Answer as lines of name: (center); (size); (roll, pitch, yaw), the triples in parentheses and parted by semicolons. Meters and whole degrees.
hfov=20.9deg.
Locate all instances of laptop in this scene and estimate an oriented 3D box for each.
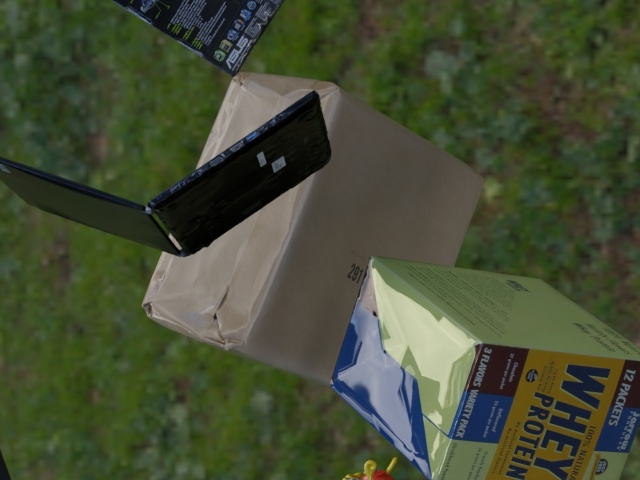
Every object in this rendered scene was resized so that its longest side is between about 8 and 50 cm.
laptop: (-0.138, -0.075, 1.534); (0.136, 0.264, 0.234); (55, 177, 10)

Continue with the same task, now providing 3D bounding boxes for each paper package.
paper package: (0.000, 0.000, 1.964); (0.168, 0.325, 0.309); (19, 86, 39)

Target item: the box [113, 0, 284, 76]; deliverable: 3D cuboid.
box: (-0.120, -0.305, 1.892); (0.190, 0.184, 0.045); (-57, 5, 14)

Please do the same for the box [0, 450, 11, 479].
box: (-0.619, 0.514, 2.264); (0.297, 0.472, 0.479); (-9, 104, 37)

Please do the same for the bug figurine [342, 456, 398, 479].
bug figurine: (0.031, 0.302, 1.567); (0.072, 0.279, 0.216); (11, 85, 8)

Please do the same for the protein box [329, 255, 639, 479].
protein box: (0.154, 0.122, 1.570); (0.200, 0.201, 0.136); (39, 116, 55)
